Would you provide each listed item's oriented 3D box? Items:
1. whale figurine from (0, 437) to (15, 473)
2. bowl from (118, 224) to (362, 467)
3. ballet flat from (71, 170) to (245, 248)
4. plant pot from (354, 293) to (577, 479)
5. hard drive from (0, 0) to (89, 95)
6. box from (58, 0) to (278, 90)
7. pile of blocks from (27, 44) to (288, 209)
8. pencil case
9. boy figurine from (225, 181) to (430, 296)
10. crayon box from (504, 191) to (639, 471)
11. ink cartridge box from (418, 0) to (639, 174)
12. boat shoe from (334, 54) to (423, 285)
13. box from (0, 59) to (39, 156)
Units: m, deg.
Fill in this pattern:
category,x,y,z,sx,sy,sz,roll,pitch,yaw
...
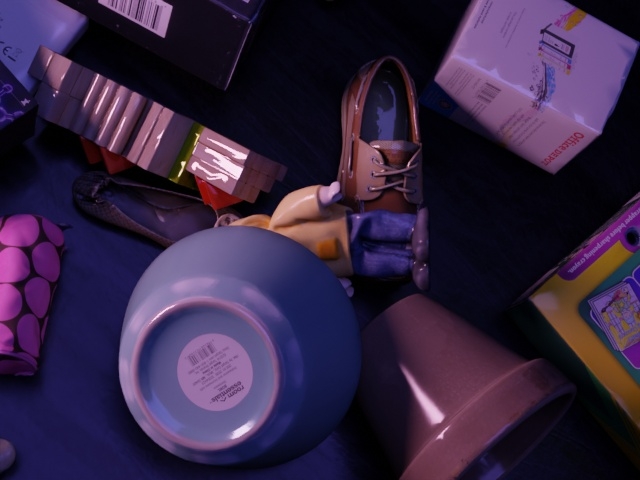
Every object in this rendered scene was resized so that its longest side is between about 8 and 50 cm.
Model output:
category,x,y,z,sx,sy,sz,roll,pitch,yaw
whale figurine,-0.472,0.236,1.350,0.216,0.141,0.272,19,48,-12
bowl,-0.116,0.143,1.349,0.311,0.163,0.312,1,96,11
ballet flat,-0.208,-0.037,1.504,0.249,0.058,0.084,19,72,-6
plant pot,0.152,0.194,1.433,0.263,0.263,0.229,-34,67,-18
hard drive,-0.507,-0.227,1.501,0.233,0.047,0.353,34,70,-1
box,-0.176,-0.414,1.536,0.296,0.183,0.294,29,61,-3
pile of blocks,-0.230,-0.128,1.503,0.362,0.149,0.113,27,94,4
pencil case,-0.371,0.069,1.400,0.095,0.098,0.209,-12,53,25
boy figurine,0.000,0.000,1.449,0.285,0.177,0.092,2,39,3
crayon box,0.497,0.102,1.590,0.363,0.106,0.313,-38,86,-18
ink cartridge box,0.293,-0.238,1.607,0.232,0.171,0.168,28,71,-4
boat shoe,0.083,-0.102,1.551,0.122,0.120,0.324,-1,75,-12
box,-0.507,-0.197,1.406,0.261,0.103,0.184,48,62,3
